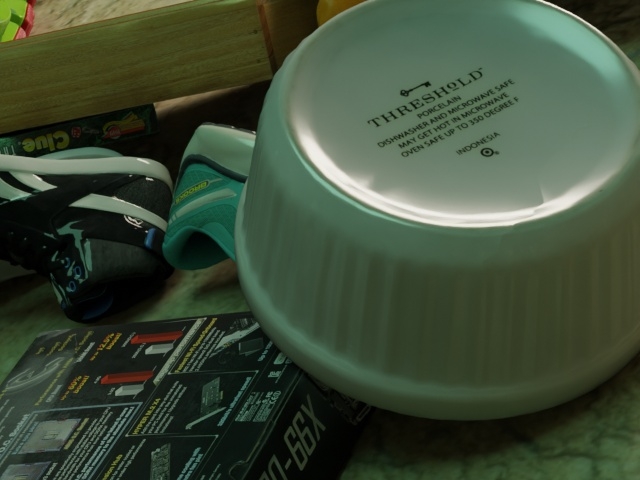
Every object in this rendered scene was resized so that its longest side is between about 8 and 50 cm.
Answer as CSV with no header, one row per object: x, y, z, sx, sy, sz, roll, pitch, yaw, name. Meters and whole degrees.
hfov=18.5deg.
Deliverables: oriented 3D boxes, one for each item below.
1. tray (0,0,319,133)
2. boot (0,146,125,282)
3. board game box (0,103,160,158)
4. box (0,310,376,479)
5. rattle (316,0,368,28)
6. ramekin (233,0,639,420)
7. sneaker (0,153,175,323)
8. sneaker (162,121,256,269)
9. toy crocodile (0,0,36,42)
-0.202,-0.143,1.637,0.411,0.076,0.203,-9,9,20,tray
-0.270,-0.016,1.563,0.258,0.095,0.123,-25,28,-4,boot
-0.266,-0.076,1.626,0.260,0.030,0.136,-14,6,-7,board game box
-0.130,0.165,1.155,0.242,0.076,0.307,-7,33,31,box
0.076,-0.103,1.385,0.130,0.142,0.199,-8,21,-5,rattle
0.082,-0.036,1.157,0.273,0.127,0.273,0,47,0,ramekin
-0.213,0.004,1.432,0.217,0.079,0.121,-5,58,-5,sneaker
0.000,0.000,1.337,0.275,0.107,0.110,13,76,44,sneaker
-0.330,-0.211,1.947,0.340,0.105,0.115,-90,26,-59,toy crocodile
